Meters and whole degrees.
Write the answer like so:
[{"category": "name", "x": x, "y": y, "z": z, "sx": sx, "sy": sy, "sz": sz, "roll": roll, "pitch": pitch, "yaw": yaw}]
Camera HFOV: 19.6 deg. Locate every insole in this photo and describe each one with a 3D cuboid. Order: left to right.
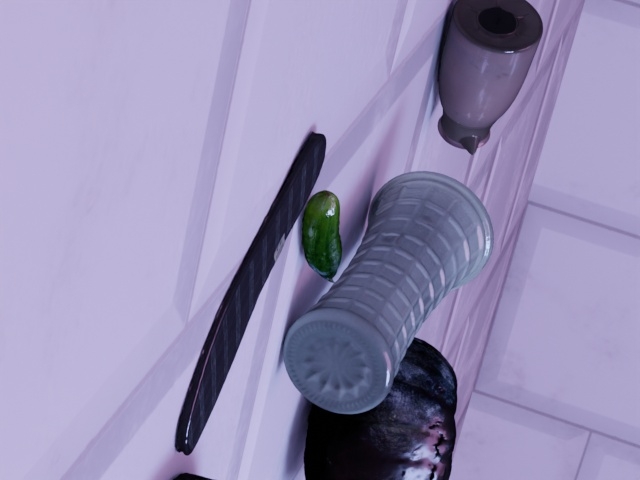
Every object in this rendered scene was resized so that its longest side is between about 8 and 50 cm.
[{"category": "insole", "x": -0.055, "y": 0.038, "z": 1.524, "sx": 0.110, "sy": 0.012, "sz": 0.309, "roll": 91, "pitch": 20, "yaw": -56}]

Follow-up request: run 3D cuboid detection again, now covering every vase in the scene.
[{"category": "vase", "x": 0.065, "y": 0.054, "z": 1.865, "sx": 0.299, "sy": 0.143, "sz": 0.143, "roll": -50, "pitch": 156, "yaw": -55}]

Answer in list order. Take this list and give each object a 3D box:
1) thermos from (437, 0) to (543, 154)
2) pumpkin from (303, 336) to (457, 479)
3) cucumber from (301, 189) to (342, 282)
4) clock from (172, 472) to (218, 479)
[{"category": "thermos", "x": 0.184, "y": -0.201, "z": 2.167, "sx": 0.193, "sy": 0.105, "sz": 0.137, "roll": 102, "pitch": -20, "yaw": -49}, {"category": "pumpkin", "x": 0.066, "y": 0.213, "z": 2.042, "sx": 0.233, "sy": 0.163, "sz": 0.233, "roll": 11, "pitch": 90, "yaw": -89}, {"category": "cucumber", "x": 0.000, "y": 0.000, "z": 1.679, "sx": 0.155, "sy": 0.037, "sz": 0.037, "roll": 86, "pitch": 24, "yaw": -61}, {"category": "clock", "x": -0.130, "y": 0.322, "z": 1.495, "sx": 0.280, "sy": 0.055, "sz": 0.280, "roll": 19, "pitch": 90, "yaw": -80}]
